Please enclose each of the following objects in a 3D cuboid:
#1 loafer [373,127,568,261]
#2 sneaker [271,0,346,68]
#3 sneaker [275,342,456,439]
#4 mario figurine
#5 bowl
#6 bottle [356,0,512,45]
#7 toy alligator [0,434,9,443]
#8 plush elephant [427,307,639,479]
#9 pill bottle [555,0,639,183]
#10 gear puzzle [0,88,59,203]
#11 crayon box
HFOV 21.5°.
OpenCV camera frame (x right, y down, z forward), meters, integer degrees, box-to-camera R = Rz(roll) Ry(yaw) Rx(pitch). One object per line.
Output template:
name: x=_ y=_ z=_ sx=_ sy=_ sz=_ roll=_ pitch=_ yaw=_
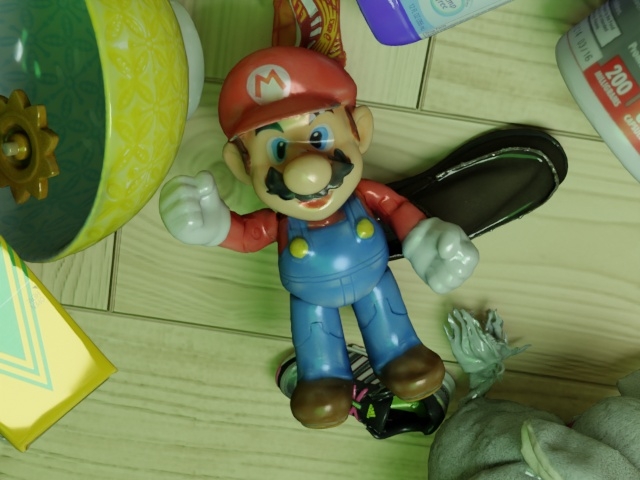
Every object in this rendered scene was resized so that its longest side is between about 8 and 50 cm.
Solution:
loafer: x=0.114 y=-0.024 z=1.464 sx=0.220 sy=0.078 sz=0.080 roll=-24 pitch=115 yaw=15
sneaker: x=-0.012 y=-0.184 z=1.403 sx=0.064 sy=0.067 sz=0.175 roll=-6 pitch=135 yaw=-16
sneaker: x=0.042 y=0.143 z=1.561 sx=0.170 sy=0.075 sz=0.063 roll=10 pitch=119 yaw=-2
mario figurine: x=0.000 y=0.000 z=1.354 sx=0.170 sy=0.198 sz=0.321 roll=5 pitch=120 yaw=48
bowl: x=-0.188 y=-0.136 z=1.358 sx=0.156 sy=0.289 sz=0.290 roll=-14 pitch=127 yaw=-38
bottle: x=0.155 y=-0.255 z=1.329 sx=0.282 sy=0.092 sz=0.118 roll=-21 pitch=114 yaw=14
toy alligator: x=-0.386 y=0.177 z=1.616 sx=0.189 sy=0.051 sz=0.056 roll=14 pitch=119 yaw=-4
plush elephant: x=0.234 y=0.224 z=1.477 sx=0.255 sy=0.271 sz=0.330 roll=7 pitch=110 yaw=50
pill bottle: x=0.341 y=-0.175 z=1.324 sx=0.283 sy=0.161 sz=0.161 roll=-37 pitch=111 yaw=20
gear puzzle: x=-0.299 y=-0.154 z=1.331 sx=0.339 sy=0.044 sz=0.175 roll=41 pitch=126 yaw=29
crayon box: x=-0.343 y=-0.012 z=1.343 sx=0.106 sy=0.363 sz=0.313 roll=-44 pitch=113 yaw=-12
